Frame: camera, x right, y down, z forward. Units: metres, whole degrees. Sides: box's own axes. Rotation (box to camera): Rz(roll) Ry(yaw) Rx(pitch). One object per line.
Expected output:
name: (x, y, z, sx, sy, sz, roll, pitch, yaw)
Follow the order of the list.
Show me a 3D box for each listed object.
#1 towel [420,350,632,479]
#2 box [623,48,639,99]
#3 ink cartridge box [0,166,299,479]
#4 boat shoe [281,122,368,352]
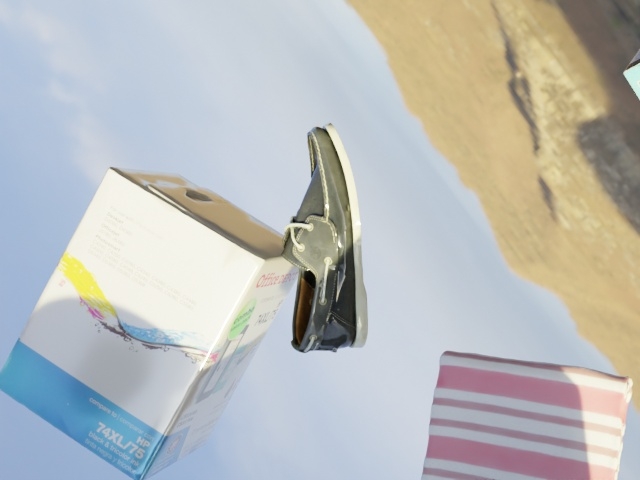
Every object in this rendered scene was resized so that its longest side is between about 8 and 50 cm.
towel: (0.143, 0.184, 0.740, 0.029, 0.144, 0.197, 16, -98, -62)
box: (0.434, -0.228, 1.191, 0.060, 0.101, 0.244, 57, -144, -7)
ink cartridge box: (-0.176, 0.082, 1.124, 0.197, 0.270, 0.198, 31, -171, 12)
boat shoe: (0.000, 0.000, 1.021, 0.084, 0.079, 0.233, -137, 43, -75)
